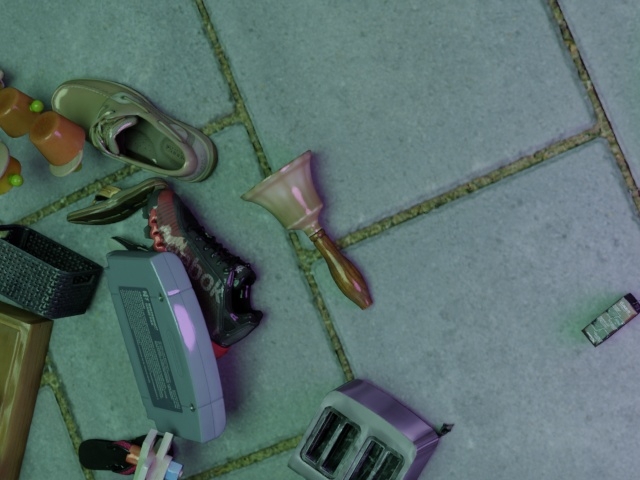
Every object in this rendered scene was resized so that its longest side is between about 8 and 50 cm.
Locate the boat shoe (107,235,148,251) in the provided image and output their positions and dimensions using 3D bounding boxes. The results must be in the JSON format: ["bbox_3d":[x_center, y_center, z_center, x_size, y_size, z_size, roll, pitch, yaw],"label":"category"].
[{"bbox_3d":[-0.285,0.027,2.078,0.125,0.038,0.046,32,146,23],"label":"boat shoe"}]

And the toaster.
[{"bbox_3d":[0.067,0.305,1.908,0.168,0.110,0.186,33,104,17],"label":"toaster"}]

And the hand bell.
[{"bbox_3d":[0.000,0.000,1.940,0.126,0.126,0.242,-33,93,20],"label":"hand bell"}]

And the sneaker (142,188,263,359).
[{"bbox_3d":[-0.173,0.037,2.001,0.135,0.097,0.276,-25,85,22],"label":"sneaker"}]

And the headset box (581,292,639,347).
[{"bbox_3d":[0.401,0.105,1.786,0.083,0.062,0.032,-41,78,18],"label":"headset box"}]

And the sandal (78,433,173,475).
[{"bbox_3d":[-0.317,0.348,2.106,0.179,0.040,0.067,-5,91,23],"label":"sandal"}]

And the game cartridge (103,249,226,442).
[{"bbox_3d":[-0.232,0.156,1.979,0.196,0.060,0.294,4,111,58],"label":"game cartridge"}]

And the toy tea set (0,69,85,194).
[{"bbox_3d":[-0.498,-0.149,2.103,0.336,0.124,0.200,28,79,41],"label":"toy tea set"}]

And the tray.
[{"bbox_3d":[-0.593,0.302,2.201,0.202,0.076,0.411,17,98,21],"label":"tray"}]

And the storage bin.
[{"bbox_3d":[-0.459,0.048,2.105,0.180,0.122,0.084,27,102,19],"label":"storage bin"}]

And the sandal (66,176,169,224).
[{"bbox_3d":[-0.320,-0.068,2.075,0.180,0.072,0.049,-24,68,20],"label":"sandal"}]

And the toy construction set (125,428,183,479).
[{"bbox_3d":[-0.168,0.432,1.963,0.327,0.151,0.215,33,145,11],"label":"toy construction set"}]

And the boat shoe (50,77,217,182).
[{"bbox_3d":[-0.307,-0.175,2.044,0.302,0.098,0.109,27,103,19],"label":"boat shoe"}]
